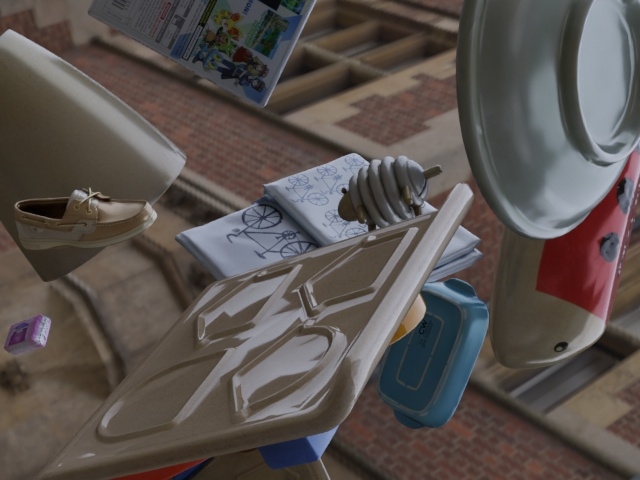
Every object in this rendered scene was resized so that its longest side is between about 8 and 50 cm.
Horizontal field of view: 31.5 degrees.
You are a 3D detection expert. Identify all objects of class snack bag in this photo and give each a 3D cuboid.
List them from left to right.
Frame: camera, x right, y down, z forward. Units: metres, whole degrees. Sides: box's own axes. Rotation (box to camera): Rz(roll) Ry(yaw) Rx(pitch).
[{"bbox_3d":[0.000,0.000,1.601,0.323,0.342,0.037,42,-34,45],"label":"snack bag"}]

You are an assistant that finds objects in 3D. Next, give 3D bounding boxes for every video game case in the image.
[{"bbox_3d":[-0.144,-0.413,1.707,0.300,0.329,0.036,27,-4,-21],"label":"video game case"}]

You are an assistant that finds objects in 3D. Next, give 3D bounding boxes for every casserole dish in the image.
[{"bbox_3d":[0.127,0.133,1.354,0.114,0.037,0.188,24,-87,39],"label":"casserole dish"}]

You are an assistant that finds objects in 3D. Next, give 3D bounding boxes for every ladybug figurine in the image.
[{"bbox_3d":[0.370,-0.021,1.667,0.161,0.305,0.449,13,-96,19],"label":"ladybug figurine"}]

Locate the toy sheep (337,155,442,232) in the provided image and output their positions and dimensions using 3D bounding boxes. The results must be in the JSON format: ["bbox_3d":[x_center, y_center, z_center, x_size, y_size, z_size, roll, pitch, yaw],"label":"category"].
[{"bbox_3d":[0.080,-0.055,1.310,0.132,0.091,0.091,-19,-83,14],"label":"toy sheep"}]

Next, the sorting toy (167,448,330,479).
[{"bbox_3d":[-0.098,0.347,1.492,0.307,0.229,0.041,63,-3,18],"label":"sorting toy"}]

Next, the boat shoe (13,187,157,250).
[{"bbox_3d":[-0.269,-0.028,1.274,0.170,0.063,0.059,-8,-60,14],"label":"boat shoe"}]

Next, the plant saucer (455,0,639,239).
[{"bbox_3d":[0.304,-0.197,1.332,0.100,0.400,0.401,5,-64,40],"label":"plant saucer"}]

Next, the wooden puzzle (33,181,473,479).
[{"bbox_3d":[-0.041,0.102,0.959,0.347,0.322,0.080,-23,-74,33],"label":"wooden puzzle"}]

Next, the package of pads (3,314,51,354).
[{"bbox_3d":[-0.481,0.156,1.869,0.083,0.050,0.032,-18,-42,37],"label":"package of pads"}]

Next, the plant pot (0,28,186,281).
[{"bbox_3d":[-0.361,-0.131,1.492,0.274,0.256,0.256,50,-27,-19],"label":"plant pot"}]
